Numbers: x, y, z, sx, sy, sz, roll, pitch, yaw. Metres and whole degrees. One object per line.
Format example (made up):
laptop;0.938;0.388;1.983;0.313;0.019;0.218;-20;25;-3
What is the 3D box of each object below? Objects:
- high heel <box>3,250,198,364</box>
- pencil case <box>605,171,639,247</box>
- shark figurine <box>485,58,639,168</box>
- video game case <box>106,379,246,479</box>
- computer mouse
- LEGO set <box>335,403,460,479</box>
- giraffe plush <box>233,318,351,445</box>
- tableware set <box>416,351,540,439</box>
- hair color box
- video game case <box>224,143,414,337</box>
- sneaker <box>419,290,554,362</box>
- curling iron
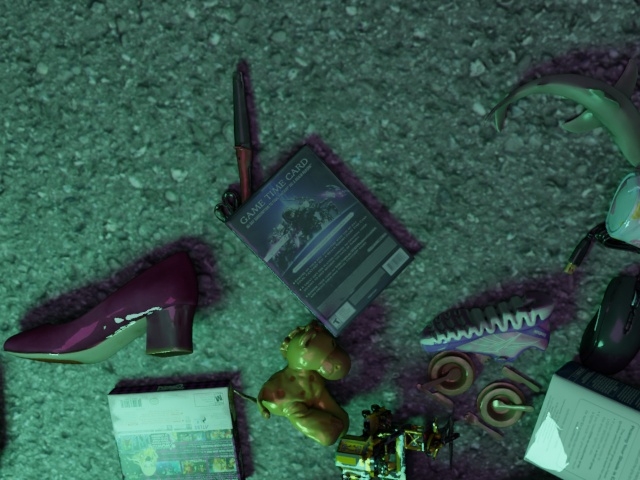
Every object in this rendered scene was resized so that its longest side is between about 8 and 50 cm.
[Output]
high heel;-0.395;0.125;1.577;0.377;0.127;0.181;-5;75;11
pencil case;0.603;-0.018;1.406;0.273;0.124;0.113;18;62;0
shark figurine;0.411;-0.222;1.388;0.278;0.116;0.166;14;104;0
video game case;-0.267;0.370;1.635;0.232;0.042;0.210;-6;103;7
computer mouse;0.491;0.104;1.486;0.184;0.060;0.262;24;105;-2
LEGO set;0.162;0.456;1.491;0.192;0.255;0.331;0;88;30
giraffe plush;-0.019;0.230;1.518;0.210;0.181;0.170;27;94;-19
tableware set;0.278;0.269;1.558;0.194;0.039;0.128;32;105;-3
hair color box;0.535;0.353;1.447;0.347;0.105;0.173;24;109;28
video game case;0.000;0.000;1.492;0.196;0.026;0.274;-45;96;-8
sneaker;0.292;0.168;1.509;0.236;0.095;0.104;-14;110;8
curling iron;-0.145;-0.150;1.497;0.068;0.035;0.274;5;105;4
